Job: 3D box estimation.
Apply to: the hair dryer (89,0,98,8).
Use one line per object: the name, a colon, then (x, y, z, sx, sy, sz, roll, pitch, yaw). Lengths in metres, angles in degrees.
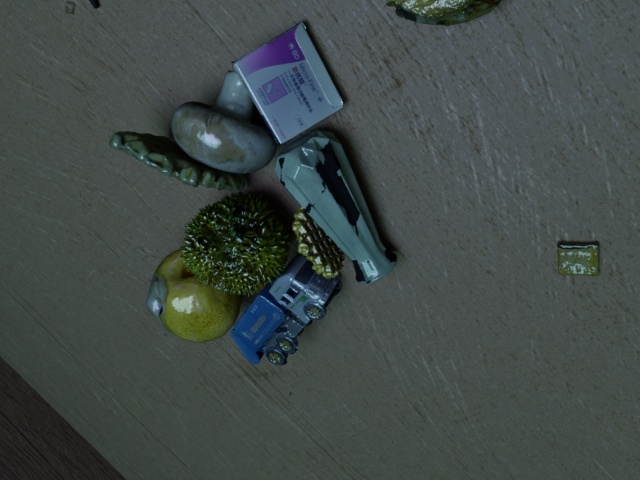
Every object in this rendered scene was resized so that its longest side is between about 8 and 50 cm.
hair dryer: (-0.585, -0.652, 1.388, 0.070, 0.128, 0.255, -2, 128, 27)

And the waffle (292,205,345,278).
waffle: (-0.003, 0.001, 1.446, 0.038, 0.191, 0.191, -25, 105, 31)

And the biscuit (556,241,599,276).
biscuit: (0.546, 0.040, 1.281, 0.083, 0.018, 0.081, 0, 119, 28)

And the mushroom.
mushroom: (-0.206, -0.274, 1.366, 0.244, 0.243, 0.243, 13, 124, 20)

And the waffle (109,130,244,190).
waffle: (-0.334, -0.189, 1.432, 0.292, 0.309, 0.056, 28, 102, 14)

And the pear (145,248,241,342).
pear: (-0.333, 0.151, 1.656, 0.271, 0.271, 0.271, 13, 124, 20)

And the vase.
vase: (0.043, -0.073, 1.390, 0.165, 0.165, 0.360, -20, 112, 35)

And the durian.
durian: (-0.196, 0.006, 1.495, 0.291, 0.291, 0.225, -8, 158, 31)

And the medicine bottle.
medicine bottle: (-0.068, -0.335, 1.298, 0.171, 0.052, 0.201, -31, 105, -5)

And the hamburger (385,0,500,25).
hamburger: (0.247, -0.509, 1.026, 0.211, 0.132, 0.309, 25, 127, 11)

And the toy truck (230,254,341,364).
toy truck: (-0.098, 0.196, 1.625, 0.175, 0.146, 0.367, 37, 127, -3)
